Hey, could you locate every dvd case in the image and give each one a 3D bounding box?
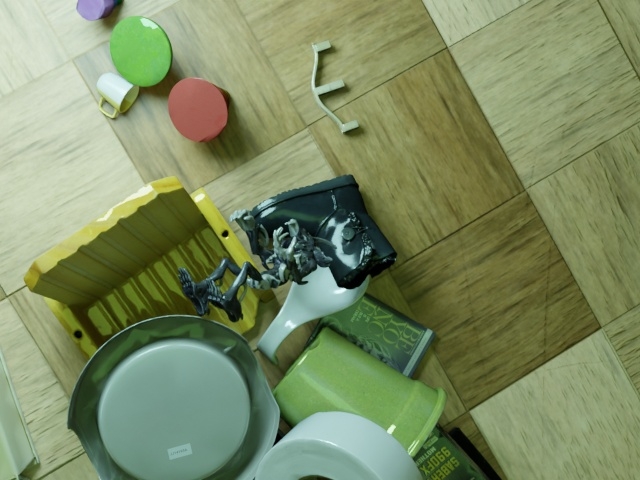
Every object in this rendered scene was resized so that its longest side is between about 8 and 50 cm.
[{"bbox_3d":[0.100,0.203,1.552,0.221,0.018,0.164,30,87,-7],"label":"dvd case"}]

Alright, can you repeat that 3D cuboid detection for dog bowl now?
[{"bbox_3d":[-0.249,0.288,1.321,0.349,0.102,0.349,-2,98,-13],"label":"dog bowl"}]

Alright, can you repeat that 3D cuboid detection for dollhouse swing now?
[{"bbox_3d":[-0.285,0.097,1.360,0.347,0.305,0.315,-35,94,-6],"label":"dollhouse swing"}]

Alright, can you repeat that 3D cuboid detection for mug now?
[{"bbox_3d":[-0.393,-0.279,1.465,0.064,0.062,0.078,33,80,1],"label":"mug"}]

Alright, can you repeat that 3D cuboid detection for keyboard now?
[{"bbox_3d":[0.302,0.484,1.581,0.100,0.038,0.192,-41,95,-28],"label":"keyboard"}]

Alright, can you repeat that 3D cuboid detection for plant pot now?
[{"bbox_3d":[0.049,0.306,1.436,0.254,0.276,0.276,40,86,3],"label":"plant pot"}]

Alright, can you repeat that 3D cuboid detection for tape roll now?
[{"bbox_3d":[0.034,0.434,1.285,0.286,0.100,0.286,9,109,27],"label":"tape roll"}]

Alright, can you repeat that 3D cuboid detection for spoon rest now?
[{"bbox_3d":[-0.019,0.121,1.496,0.137,0.084,0.276,40,87,15],"label":"spoon rest"}]

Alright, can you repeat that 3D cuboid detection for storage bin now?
[{"bbox_3d":[-0.693,0.342,1.403,0.260,0.123,0.262,-18,93,-6],"label":"storage bin"}]

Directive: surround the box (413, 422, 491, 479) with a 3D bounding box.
[{"bbox_3d":[0.194,0.489,1.520,0.231,0.056,0.183,-42,89,6],"label":"box"}]

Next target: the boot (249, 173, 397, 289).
[{"bbox_3d":[0.000,0.000,1.462,0.246,0.094,0.207,-19,65,-12],"label":"boot"}]

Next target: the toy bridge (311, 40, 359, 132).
[{"bbox_3d":[0.015,-0.302,1.531,0.063,0.026,0.188,-20,93,-5],"label":"toy bridge"}]

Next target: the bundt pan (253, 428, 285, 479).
[{"bbox_3d":[-0.192,0.470,1.466,0.331,0.124,0.331,0,90,-8],"label":"bundt pan"}]

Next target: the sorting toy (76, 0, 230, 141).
[{"bbox_3d":[-0.293,-0.347,1.457,0.365,0.126,0.127,45,120,-2],"label":"sorting toy"}]

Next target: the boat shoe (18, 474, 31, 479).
[{"bbox_3d":[-0.520,0.578,1.436,0.108,0.102,0.301,-28,94,-6],"label":"boat shoe"}]

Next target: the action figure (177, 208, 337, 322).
[{"bbox_3d":[-0.092,0.025,1.300,0.276,0.164,0.141,-31,120,-37],"label":"action figure"}]
